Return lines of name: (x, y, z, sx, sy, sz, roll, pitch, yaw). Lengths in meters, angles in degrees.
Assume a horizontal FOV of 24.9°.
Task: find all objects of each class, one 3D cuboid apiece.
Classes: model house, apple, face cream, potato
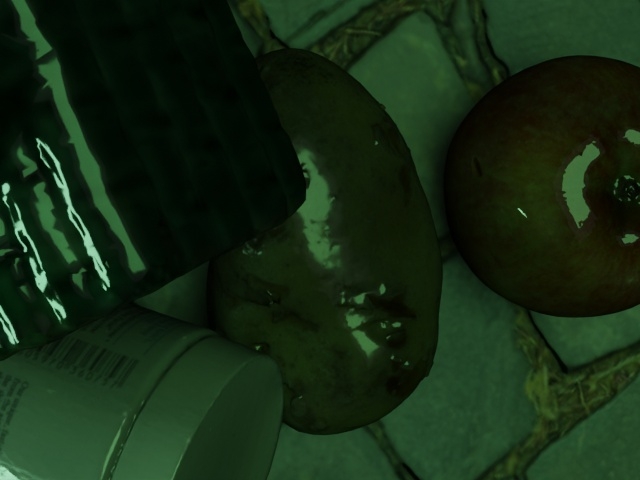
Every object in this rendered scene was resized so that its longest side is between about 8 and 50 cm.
model house: (-0.236, -0.158, 0.760, 0.395, 0.400, 0.445, -26, 101, -26)
apple: (0.184, -0.037, 1.026, 0.188, 0.174, 0.188, -1, 94, -14)
face cream: (-0.128, 0.130, 0.917, 0.153, 0.177, 0.177, 18, 87, 18)
potato: (0.000, 0.000, 0.986, 0.165, 0.165, 0.262, -8, 98, -16)
